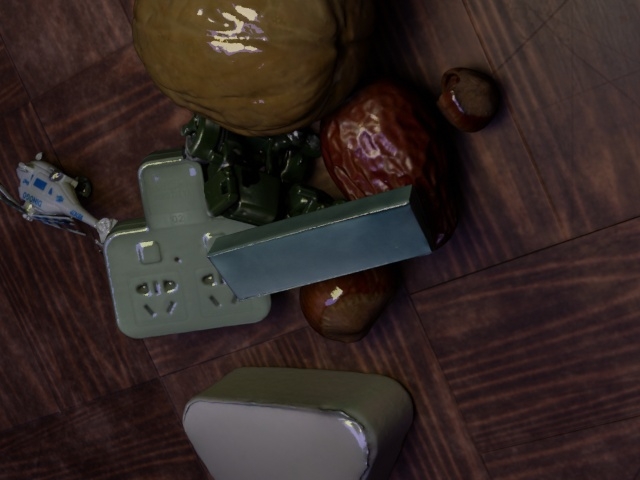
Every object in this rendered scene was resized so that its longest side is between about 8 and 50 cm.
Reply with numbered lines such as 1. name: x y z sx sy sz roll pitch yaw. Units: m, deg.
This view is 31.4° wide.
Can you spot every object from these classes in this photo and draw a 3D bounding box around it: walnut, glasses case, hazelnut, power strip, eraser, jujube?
1. walnut: -0.085 -0.265 1.407 0.313 0.277 0.252 16 143 38
2. glasses case: 0.000 0.000 1.427 0.266 0.056 0.105 -14 137 16
3. hazelnut: 0.183 -0.178 1.441 0.086 0.086 0.086 10 111 27
4. power strip: -0.199 -0.006 1.667 0.229 0.141 0.261 -8 105 -2
5. eraser: -0.005 0.308 1.669 0.331 0.150 0.331 12 113 29
6. jujube: 0.097 -0.098 1.473 0.168 0.168 0.236 -22 106 33
7. hazelnut: 0.030 0.064 1.575 0.143 0.143 0.154 39 139 13

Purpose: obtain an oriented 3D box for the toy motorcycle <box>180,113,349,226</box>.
1. toy motorcycle: -0.078 -0.084 1.521 0.127 0.205 0.275 -46 42 37

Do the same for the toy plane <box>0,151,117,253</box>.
1. toy plane: -0.400 -0.062 1.762 0.273 0.182 0.107 22 82 56
